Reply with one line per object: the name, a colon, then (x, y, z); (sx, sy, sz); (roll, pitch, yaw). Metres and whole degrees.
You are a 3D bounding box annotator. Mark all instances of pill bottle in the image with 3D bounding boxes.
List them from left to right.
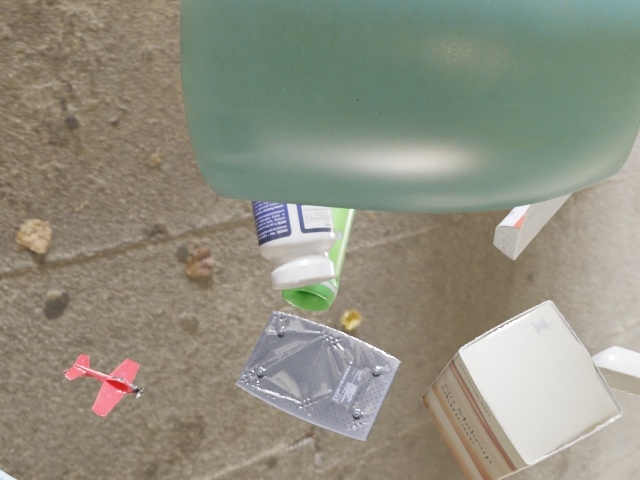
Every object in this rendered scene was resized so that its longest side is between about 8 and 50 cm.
pill bottle: (-0.053, -0.045, 1.737); (0.153, 0.153, 0.265); (-1, 78, -43)

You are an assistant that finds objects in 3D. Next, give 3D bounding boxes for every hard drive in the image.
hard drive: (-0.002, 0.241, 1.588); (0.172, 0.254, 0.054); (-63, 162, -21)

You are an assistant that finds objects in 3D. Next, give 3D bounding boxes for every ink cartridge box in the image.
ink cartridge box: (0.376, -0.085, 1.519); (0.189, 0.066, 0.232); (-47, 157, -11)

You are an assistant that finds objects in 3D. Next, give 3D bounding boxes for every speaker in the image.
speaker: (0.000, 0.000, 1.982); (0.131, 0.131, 0.297); (41, 52, -42)

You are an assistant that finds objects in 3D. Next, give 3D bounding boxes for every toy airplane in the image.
toy airplane: (-0.376, 0.240, 1.560); (0.151, 0.151, 0.028); (-16, 131, -39)

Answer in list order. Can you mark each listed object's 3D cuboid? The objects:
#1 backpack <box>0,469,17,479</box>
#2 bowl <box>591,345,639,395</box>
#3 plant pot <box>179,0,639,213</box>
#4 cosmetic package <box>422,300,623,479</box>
backpack: (-0.394, 0.401, 1.010); (0.273, 0.290, 0.356); (-62, 134, -63)
bowl: (0.568, 0.241, 1.661); (0.142, 0.142, 0.053); (89, 20, -74)
plant pot: (0.079, -0.147, 0.537); (0.293, 0.235, 0.293); (12, 90, -79)
cosmetic package: (0.231, 0.201, 1.097); (0.129, 0.153, 0.296); (-26, 161, -11)
